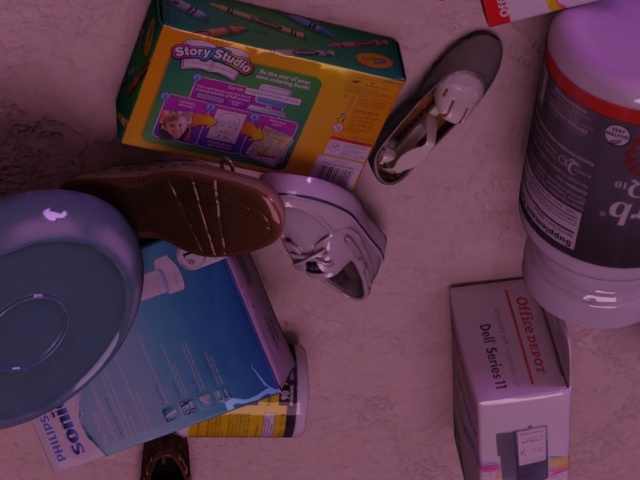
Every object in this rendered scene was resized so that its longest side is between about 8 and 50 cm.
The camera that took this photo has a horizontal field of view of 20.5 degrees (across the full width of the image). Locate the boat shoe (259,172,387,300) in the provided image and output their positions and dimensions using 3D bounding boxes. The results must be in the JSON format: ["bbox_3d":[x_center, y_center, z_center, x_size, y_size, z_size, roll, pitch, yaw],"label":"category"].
[{"bbox_3d":[0.000,0.000,2.012,0.096,0.088,0.267,3,162,20],"label":"boat shoe"}]

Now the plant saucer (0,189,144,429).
[{"bbox_3d":[-0.319,0.089,1.869,0.317,0.044,0.317,-23,137,-23],"label":"plant saucer"}]

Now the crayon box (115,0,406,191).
[{"bbox_3d":[-0.067,-0.163,1.921,0.278,0.081,0.165,12,129,-17],"label":"crayon box"}]

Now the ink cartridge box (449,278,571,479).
[{"bbox_3d":[0.233,0.191,2.196,0.119,0.207,0.353,-8,131,-3],"label":"ink cartridge box"}]

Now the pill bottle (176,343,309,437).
[{"bbox_3d":[-0.124,0.187,2.205,0.208,0.119,0.119,1,132,-9],"label":"pill bottle"}]

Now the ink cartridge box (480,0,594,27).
[{"bbox_3d":[0.224,-0.308,1.830,0.231,0.078,0.134,-14,132,6],"label":"ink cartridge box"}]

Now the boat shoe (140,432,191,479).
[{"bbox_3d":[-0.207,0.326,2.353,0.073,0.073,0.207,-5,134,-4],"label":"boat shoe"}]

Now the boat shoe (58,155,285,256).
[{"bbox_3d":[-0.154,-0.050,1.928,0.285,0.089,0.104,7,121,29],"label":"boat shoe"}]

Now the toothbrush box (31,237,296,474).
[{"bbox_3d":[-0.208,0.115,2.062,0.295,0.126,0.216,-22,97,10],"label":"toothbrush box"}]

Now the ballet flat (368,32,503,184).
[{"bbox_3d":[0.133,-0.139,1.978,0.072,0.068,0.213,28,123,-29],"label":"ballet flat"}]

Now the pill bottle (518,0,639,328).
[{"bbox_3d":[0.332,-0.087,1.954,0.210,0.210,0.363,-2,134,-6],"label":"pill bottle"}]
